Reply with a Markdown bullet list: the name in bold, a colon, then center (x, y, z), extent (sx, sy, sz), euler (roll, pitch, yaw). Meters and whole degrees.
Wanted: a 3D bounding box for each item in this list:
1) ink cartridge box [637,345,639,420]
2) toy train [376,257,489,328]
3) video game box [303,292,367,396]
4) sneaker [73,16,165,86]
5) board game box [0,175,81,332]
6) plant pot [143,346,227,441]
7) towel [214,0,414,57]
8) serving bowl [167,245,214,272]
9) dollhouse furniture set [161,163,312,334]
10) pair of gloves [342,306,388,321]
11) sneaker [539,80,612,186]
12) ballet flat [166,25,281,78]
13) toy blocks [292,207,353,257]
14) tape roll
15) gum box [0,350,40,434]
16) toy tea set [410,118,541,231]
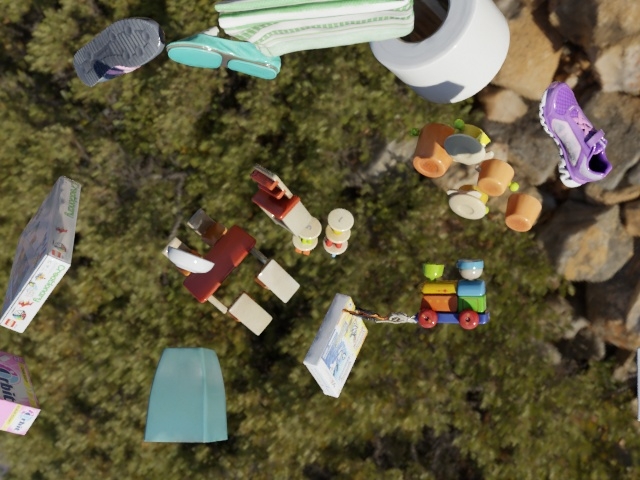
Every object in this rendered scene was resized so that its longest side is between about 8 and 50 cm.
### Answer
- **ink cartridge box**: center (0.517, 0.202, 1.051), extent (0.150, 0.063, 0.109), euler (1, 93, 41)
- **toy train**: center (0.236, 0.111, 1.653), extent (0.248, 0.105, 0.143), euler (0, 92, 21)
- **video game box**: center (0.043, 0.269, 1.949), extent (0.048, 0.205, 0.187), euler (14, 152, 26)
- **sneaker**: center (-0.443, -0.453, 1.780), extent (0.319, 0.131, 0.112), euler (-6, 112, 42)
- **board game box**: center (-0.571, 0.020, 1.575), extent (0.053, 0.305, 0.193), euler (29, 114, -28)
- **plant pot**: center (-0.340, 0.394, 1.968), extent (0.165, 0.234, 0.165), euler (-3, 167, 12)
- **towel**: center (0.006, -0.298, 1.058), extent (0.248, 0.325, 0.038), euler (-6, 96, 7)
- **serving bowl**: center (-0.224, 0.036, 1.305), extent (0.083, 0.027, 0.083), euler (22, 177, 1)
- **dollhouse furniture set**: center (-0.150, 0.001, 1.415), extent (0.262, 0.259, 0.135), euler (33, 169, 45)
- **pair of gloves**: center (0.091, 0.147, 1.547), extent (0.074, 0.083, 0.010), euler (15, 96, 28)
- **sneaker**: center (0.526, -0.215, 1.556), extent (0.104, 0.095, 0.236), euler (15, 136, 60)
- **ballet flat**: center (-0.206, -0.412, 1.650), extent (0.247, 0.087, 0.083), euler (8, 162, -16)
- **toy blocks**: center (0.000, 0.000, 1.581), extent (0.148, 0.123, 0.054), euler (102, 152, -61)
- **tape roll**: center (0.244, -0.427, 1.580), extent (0.246, 0.246, 0.169), euler (18, 176, 38)
- **gum box**: center (-0.609, 0.274, 1.445), extent (0.107, 0.062, 0.188), euler (29, -171, -40)
- **toy tea set**: center (0.346, -0.153, 1.665), extent (0.200, 0.124, 0.336), euler (-7, 138, 47)
